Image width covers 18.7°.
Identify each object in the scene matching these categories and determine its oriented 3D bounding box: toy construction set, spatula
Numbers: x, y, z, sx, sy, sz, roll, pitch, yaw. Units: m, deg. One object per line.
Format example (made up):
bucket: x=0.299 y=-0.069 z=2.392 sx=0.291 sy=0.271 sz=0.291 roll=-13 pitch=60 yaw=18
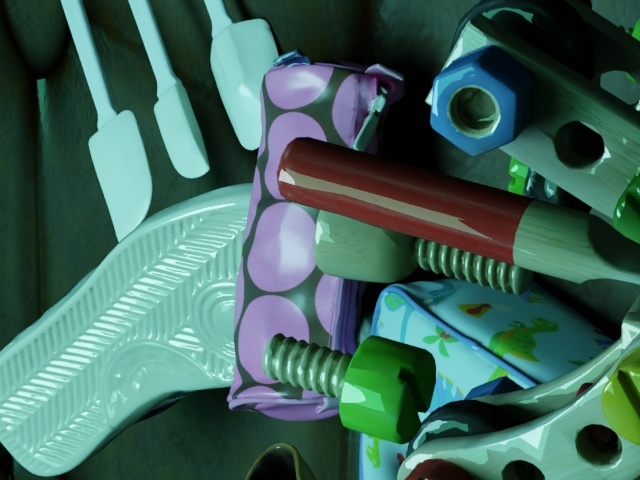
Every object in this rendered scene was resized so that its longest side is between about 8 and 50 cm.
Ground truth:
toy construction set: x=0.142 y=0.029 z=0.762 sx=0.237 sy=0.309 sz=0.258 roll=16 pitch=93 yaw=23
spatula: x=-0.111 y=-0.141 z=1.327 sx=0.168 sy=0.019 sz=0.242 roll=-36 pitch=59 yaw=32

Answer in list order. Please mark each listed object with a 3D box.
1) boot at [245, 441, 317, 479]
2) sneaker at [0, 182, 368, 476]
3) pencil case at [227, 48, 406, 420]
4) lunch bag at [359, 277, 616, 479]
boot: x=0.091 y=0.243 z=0.989 sx=0.280 sy=0.096 sz=0.264 roll=59 pitch=173 yaw=-30
sneaker: x=-0.087 y=0.037 z=1.318 sx=0.350 sy=0.148 sz=0.131 roll=-27 pitch=99 yaw=37
pencil case: x=0.000 y=0.000 z=1.119 sx=0.098 sy=0.095 sz=0.209 roll=0 pitch=84 yaw=45
lunch bag: x=0.108 y=0.123 z=1.027 sx=0.219 sy=0.090 sz=0.176 roll=34 pitch=127 yaw=51
